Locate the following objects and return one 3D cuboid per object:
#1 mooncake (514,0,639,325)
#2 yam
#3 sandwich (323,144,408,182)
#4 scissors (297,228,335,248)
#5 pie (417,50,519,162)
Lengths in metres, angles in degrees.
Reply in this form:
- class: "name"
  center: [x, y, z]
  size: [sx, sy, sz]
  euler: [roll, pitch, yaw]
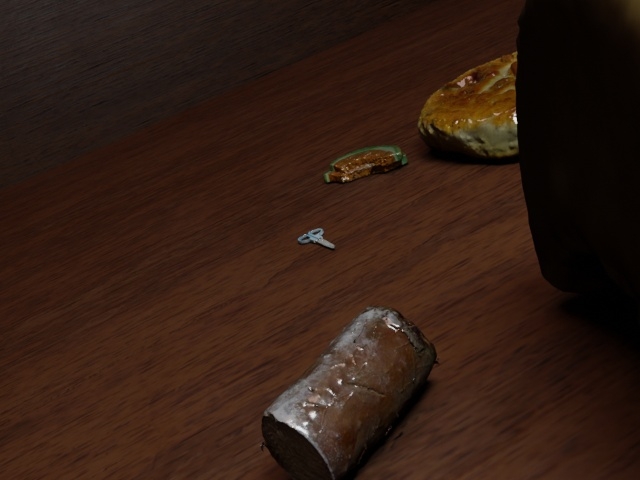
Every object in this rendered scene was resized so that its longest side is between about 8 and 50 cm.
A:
- class: "mooncake"
  center: [0.268, -0.008, 0.418]
  size: [0.246, 0.393, 0.393]
  euler: [-19, 61, 8]
- class: "yam"
  center: [0.022, 0.112, 0.559]
  size: [0.079, 0.079, 0.141]
  euler: [0, 32, 44]
- class: "sandwich"
  center: [0.067, -0.116, 1.132]
  size: [0.135, 0.029, 0.067]
  euler: [-11, 23, 26]
- class: "scissors"
  center: [0.000, 0.000, 0.946]
  size: [0.036, 0.006, 0.083]
  euler: [-26, 22, -18]
- class: "pie"
  center: [0.278, -0.200, 1.061]
  size: [0.315, 0.092, 0.315]
  euler: [-19, 23, 8]
